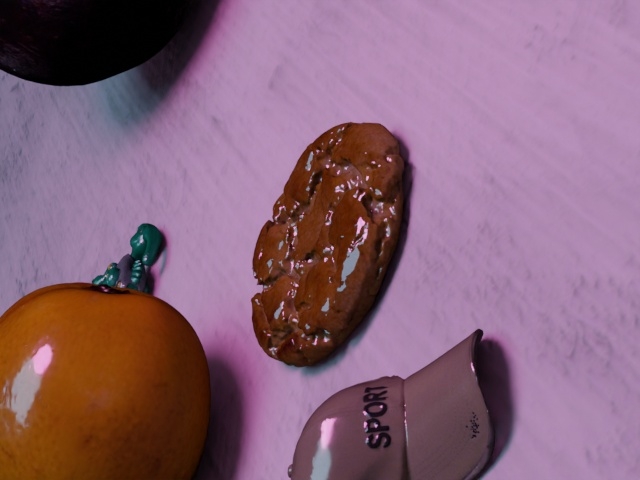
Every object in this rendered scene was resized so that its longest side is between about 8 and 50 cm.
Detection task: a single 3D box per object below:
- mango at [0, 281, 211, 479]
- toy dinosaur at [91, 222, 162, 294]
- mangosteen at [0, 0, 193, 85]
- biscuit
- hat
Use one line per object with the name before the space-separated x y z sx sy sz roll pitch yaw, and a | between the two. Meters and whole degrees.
mango | -0.234 0.206 1.406 0.264 0.221 0.378 -116 45 -60
toy dinosaur | -0.204 0.037 1.653 0.096 0.059 0.132 -53 22 21
mangosteen | -0.341 -0.362 1.761 0.382 0.435 0.382 180 90 -75
biscuit | 0.000 0.000 1.289 0.226 0.042 0.226 -43 38 46
hat | 0.048 0.122 1.060 0.175 0.085 0.147 -50 32 39
